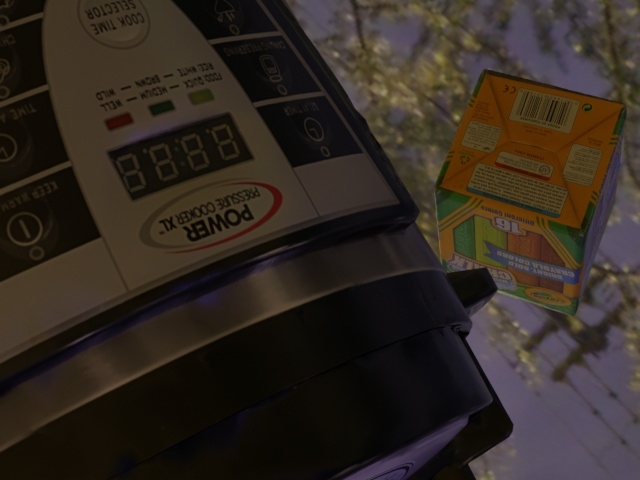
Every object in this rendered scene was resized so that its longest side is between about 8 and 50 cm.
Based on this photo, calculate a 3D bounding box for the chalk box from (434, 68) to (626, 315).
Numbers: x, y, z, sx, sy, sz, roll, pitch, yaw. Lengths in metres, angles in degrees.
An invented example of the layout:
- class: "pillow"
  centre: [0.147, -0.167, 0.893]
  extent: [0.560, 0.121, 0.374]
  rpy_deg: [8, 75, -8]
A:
- class: "chalk box"
  centre: [0.252, -0.038, 1.584]
  extent: [0.180, 0.289, 0.179]
  rpy_deg: [17, -114, 17]

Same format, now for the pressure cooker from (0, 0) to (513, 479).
- class: "pressure cooker"
  centre: [-0.126, 0.047, 0.601]
  extent: [0.369, 0.375, 0.420]
  rpy_deg: [-31, -102, 13]
